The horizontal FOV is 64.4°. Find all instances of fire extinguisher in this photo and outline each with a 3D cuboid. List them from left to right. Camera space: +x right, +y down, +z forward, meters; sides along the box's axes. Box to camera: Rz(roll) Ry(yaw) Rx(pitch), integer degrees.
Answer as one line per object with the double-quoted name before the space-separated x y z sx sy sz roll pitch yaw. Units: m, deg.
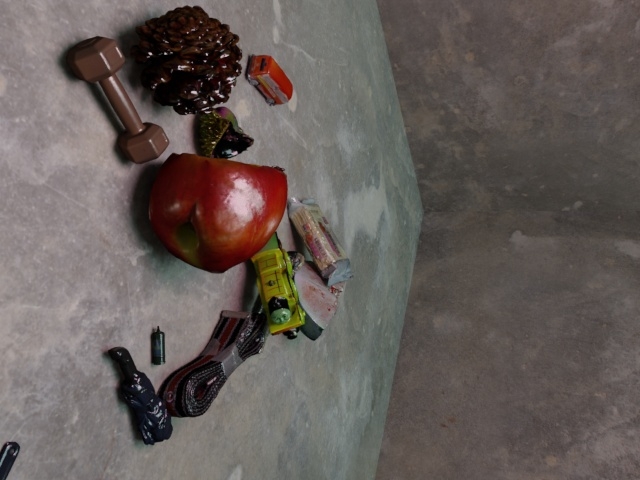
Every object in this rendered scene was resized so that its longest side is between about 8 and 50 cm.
"fire extinguisher" -0.340 0.217 1.070 0.038 0.025 0.083 -167 -104 -75

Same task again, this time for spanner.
"spanner" -0.492 0.396 0.729 0.046 0.012 0.208 57 40 -51

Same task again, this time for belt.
"belt" -0.244 0.286 1.207 0.359 0.094 0.126 -49 135 -56

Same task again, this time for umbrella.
"umbrella" -0.348 0.303 0.997 0.071 0.071 0.248 -53 139 -55

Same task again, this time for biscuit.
"biscuit" 0.002 0.000 1.679 0.309 0.079 0.186 61 24 10

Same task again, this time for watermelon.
"watermelon" -0.043 0.190 1.644 0.175 0.188 0.322 -57 178 19

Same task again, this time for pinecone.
"pinecone" -0.260 -0.350 1.018 0.221 0.221 0.221 1 90 -67

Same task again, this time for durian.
"durian" -0.248 -0.260 1.218 0.108 0.119 0.187 54 8 8

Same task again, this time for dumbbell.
"dumbbell" -0.363 -0.250 0.926 0.092 0.082 0.231 -68 149 -42

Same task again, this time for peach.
"peach" -0.196 -0.093 1.091 0.338 0.281 0.281 -55 140 -47

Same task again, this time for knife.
"knife" -0.137 0.164 1.472 0.043 0.089 0.365 83 23 -50

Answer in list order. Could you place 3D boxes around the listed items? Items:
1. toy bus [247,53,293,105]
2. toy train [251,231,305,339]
"toy bus" -0.138 -0.455 1.456 0.174 0.077 0.079 38 56 -61
"toy train" -0.119 0.121 1.370 0.160 0.100 0.296 67 4 -52
